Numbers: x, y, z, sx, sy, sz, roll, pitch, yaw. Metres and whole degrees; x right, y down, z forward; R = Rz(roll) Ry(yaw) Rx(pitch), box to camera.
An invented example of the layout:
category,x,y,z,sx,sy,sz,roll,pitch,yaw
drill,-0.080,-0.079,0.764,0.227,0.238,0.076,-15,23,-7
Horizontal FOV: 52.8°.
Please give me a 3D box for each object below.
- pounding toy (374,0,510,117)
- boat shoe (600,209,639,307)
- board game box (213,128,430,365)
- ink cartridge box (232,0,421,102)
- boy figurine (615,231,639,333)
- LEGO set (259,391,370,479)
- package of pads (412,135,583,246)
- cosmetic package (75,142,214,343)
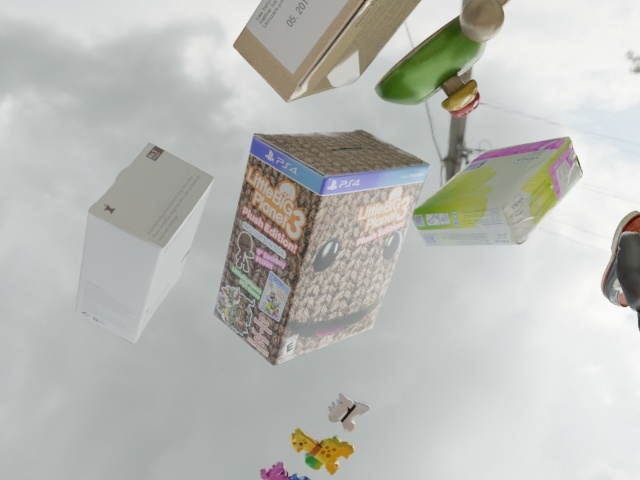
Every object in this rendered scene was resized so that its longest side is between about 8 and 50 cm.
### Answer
category,x,y,z,sx,sy,sz,roll,pitch,yaw
pounding toy,0.193,-0.233,0.875,0.183,0.237,0.110,-38,-88,-41
boat shoe,0.321,0.028,0.655,0.049,0.137,0.043,-30,-132,-13
board game box,0.000,0.000,0.943,0.141,0.291,0.232,33,-150,34
ink cartridge box,0.043,-0.264,0.655,0.088,0.235,0.193,46,-151,5
boy figurine,0.368,0.018,0.442,0.285,0.177,0.092,-15,-166,34
LEGO set,-0.023,0.342,1.044,0.093,0.227,0.087,38,-172,-13
package of pads,0.357,-0.093,1.275,0.296,0.101,0.229,-39,-157,-34
cosmetic package,-0.365,0.016,1.310,0.156,0.385,0.217,30,-129,-4
